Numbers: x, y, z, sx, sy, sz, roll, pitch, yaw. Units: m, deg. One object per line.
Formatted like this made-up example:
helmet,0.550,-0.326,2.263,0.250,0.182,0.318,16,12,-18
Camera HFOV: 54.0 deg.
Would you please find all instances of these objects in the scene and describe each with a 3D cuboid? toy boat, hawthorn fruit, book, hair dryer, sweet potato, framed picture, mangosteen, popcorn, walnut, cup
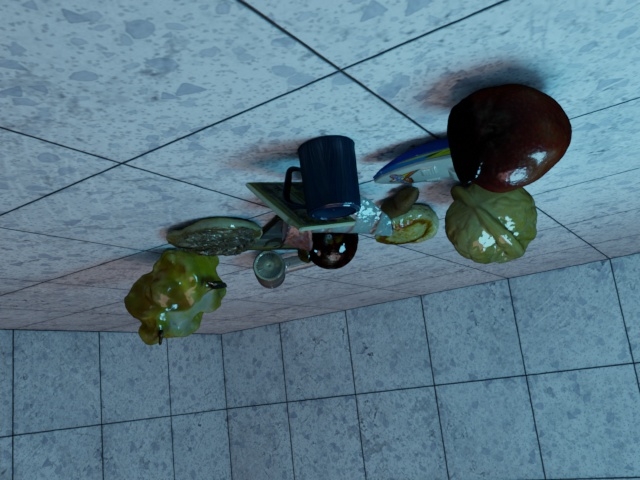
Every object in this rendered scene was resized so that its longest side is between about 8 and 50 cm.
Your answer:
toy boat,0.053,-0.055,1.508,0.282,0.096,0.206,5,127,-13
hawthorn fruit,0.339,-0.176,1.089,0.251,0.189,0.189,-6,168,-37
book,-0.039,-0.076,1.315,0.192,0.168,0.013,-8,132,-52
hair dryer,-0.053,0.076,2.120,0.344,0.106,0.189,-12,167,-4
sweet potato,0.208,-0.097,1.601,0.065,0.051,0.218,1,165,-19
toy boat,0.252,-0.157,1.298,0.295,0.088,0.129,-11,166,15
framed picture,-0.062,-0.019,1.869,0.265,0.016,0.347,0,164,-24
mangosteen,0.011,0.001,1.647,0.184,0.172,0.172,-25,174,-24
popcorn,-0.448,0.154,1.940,0.316,0.281,0.297,-21,133,-30
walnut,0.418,-0.054,1.556,0.224,0.257,0.257,-44,155,12
cup,0.008,-0.115,1.245,0.113,0.138,0.150,7,161,-44

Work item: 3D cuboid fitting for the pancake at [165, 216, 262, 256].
pancake,-0.289,-0.006,1.742,0.282,0.049,0.282,-6,165,-2

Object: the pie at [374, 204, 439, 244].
pie,0.245,-0.038,1.792,0.179,0.084,0.205,-12,162,20
